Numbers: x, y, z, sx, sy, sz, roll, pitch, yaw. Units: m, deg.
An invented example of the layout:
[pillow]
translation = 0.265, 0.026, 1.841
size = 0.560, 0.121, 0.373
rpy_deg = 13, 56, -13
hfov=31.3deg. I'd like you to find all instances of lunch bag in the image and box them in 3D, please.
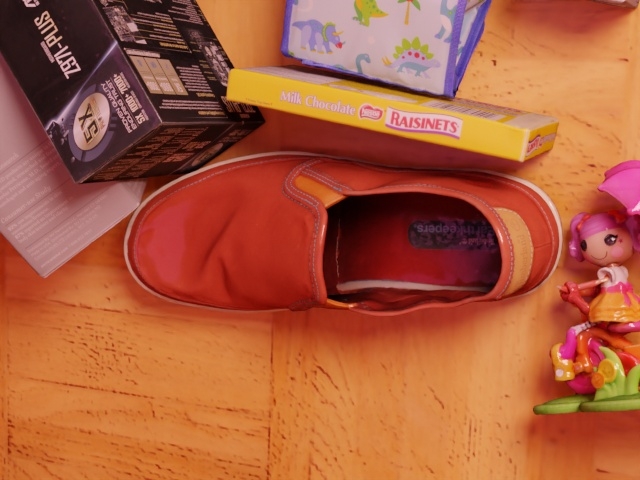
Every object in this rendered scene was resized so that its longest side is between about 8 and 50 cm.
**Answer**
[lunch bag]
translation = 0.051, -0.181, 0.766
size = 0.128, 0.096, 0.151
rpy_deg = 16, 93, 18

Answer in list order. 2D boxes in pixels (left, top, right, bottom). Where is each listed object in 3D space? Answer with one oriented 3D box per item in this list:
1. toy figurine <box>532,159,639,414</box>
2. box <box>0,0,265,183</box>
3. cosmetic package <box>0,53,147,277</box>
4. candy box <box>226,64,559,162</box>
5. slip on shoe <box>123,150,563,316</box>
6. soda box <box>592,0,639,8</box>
[toy figurine]
translation = 0.207, 0.029, 0.745
size = 0.173, 0.130, 0.159
rpy_deg = -15, 78, 46
[box]
translation = -0.134, -0.124, 0.800
size = 0.077, 0.180, 0.147
rpy_deg = -32, 86, 19
[cosmetic package]
translation = -0.232, -0.106, 0.822
size = 0.107, 0.127, 0.238
rpy_deg = -37, 107, 12
[candy box]
translation = 0.050, -0.089, 0.774
size = 0.206, 0.105, 0.027
rpy_deg = 14, 102, 19
[slip on shoe]
translation = 0.000, 0.000, 0.809
size = 0.331, 0.101, 0.123
rpy_deg = 1, 99, 23
[soda box]
translation = 0.189, -0.260, 0.716
size = 0.074, 0.069, 0.216
rpy_deg = 17, 102, 19
